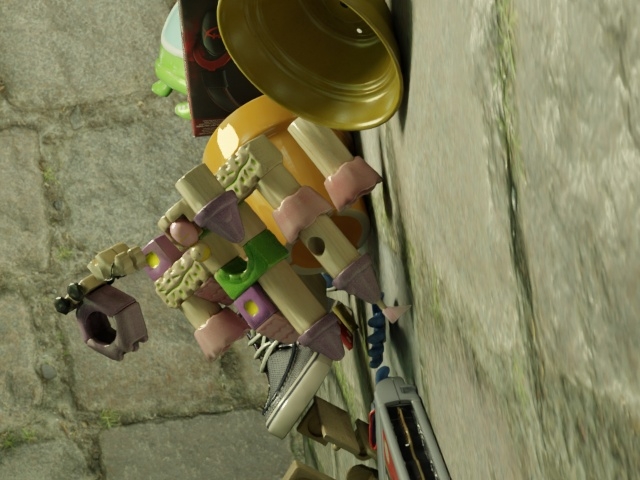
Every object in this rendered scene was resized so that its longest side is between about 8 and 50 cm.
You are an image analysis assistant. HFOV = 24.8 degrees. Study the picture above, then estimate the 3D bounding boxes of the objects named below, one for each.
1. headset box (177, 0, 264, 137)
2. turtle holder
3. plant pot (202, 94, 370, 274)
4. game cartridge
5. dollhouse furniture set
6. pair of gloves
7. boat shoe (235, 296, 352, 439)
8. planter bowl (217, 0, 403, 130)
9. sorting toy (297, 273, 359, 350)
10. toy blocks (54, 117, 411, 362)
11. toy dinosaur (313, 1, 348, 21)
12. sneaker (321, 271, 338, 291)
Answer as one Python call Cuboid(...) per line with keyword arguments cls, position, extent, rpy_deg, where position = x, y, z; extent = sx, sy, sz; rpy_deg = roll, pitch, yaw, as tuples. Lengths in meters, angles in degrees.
Cuboid(cls="headset box", position=(-0.080, -0.272, 1.970), extent=(0.110, 0.218, 0.293), rpy_deg=(-103, 9, -51))
Cuboid(cls="turtle holder", position=(-0.136, -0.307, 2.354), extent=(0.320, 0.243, 0.227), rpy_deg=(-112, 36, -70))
Cuboid(cls="plant pot", position=(-0.028, -0.065, 1.928), extent=(0.205, 0.205, 0.188), rpy_deg=(90, 156, -52))
Cuboid(cls="game cartridge", position=(0.106, 0.302, 1.575), extent=(0.294, 0.060, 0.196), rpy_deg=(-107, 8, -65))
Cuboid(cls="dollhouse furniture set", position=(0.021, 0.336, 2.058), extent=(0.151, 0.144, 0.123), rpy_deg=(-58, 16, 12))
Cuboid(cls="pair of gloves", position=(0.074, 0.157, 1.765), extent=(0.159, 0.023, 0.198), rpy_deg=(-46, -44, -80))
Cuboid(cls="boat shoe", position=(-0.066, 0.158, 2.137), extent=(0.127, 0.158, 0.340), rpy_deg=(-57, 3, 23))
Cuboid(cls="planter bowl", position=(0.007, -0.223, 1.515), extent=(0.090, 0.217, 0.217), rpy_deg=(-58, -17, -30))
Cuboid(cls="sorting toy", position=(-0.043, 0.056, 2.106), extent=(0.274, 0.046, 0.132), rpy_deg=(50, -165, -18))
Cuboid(cls="toy blocks", position=(-0.073, 0.055, 1.688), extent=(0.260, 0.309, 0.288), rpy_deg=(52, 127, 5))
Cuboid(cls="toy dinosaur", position=(-0.001, -0.289, 1.630), extent=(0.160, 0.121, 0.313), rpy_deg=(-86, 0, -45))
Cuboid(cls="sneaker", position=(0.000, 0.000, 2.203), extent=(0.211, 0.081, 0.080), rpy_deg=(87, 173, -47))
